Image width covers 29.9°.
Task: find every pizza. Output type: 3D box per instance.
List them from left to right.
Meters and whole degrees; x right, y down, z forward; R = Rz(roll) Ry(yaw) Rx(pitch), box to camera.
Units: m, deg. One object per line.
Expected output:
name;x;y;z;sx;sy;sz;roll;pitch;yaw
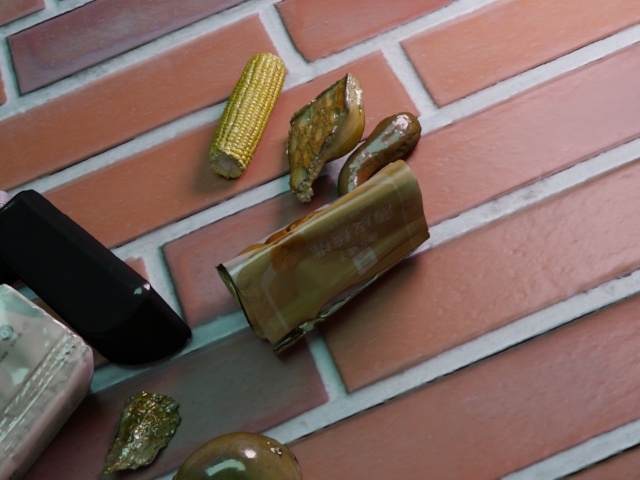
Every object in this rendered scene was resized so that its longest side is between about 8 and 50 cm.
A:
pizza;0.014;-0.158;1.990;0.188;0.080;0.204;-38;35;40

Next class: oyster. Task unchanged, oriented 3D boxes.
oyster;-0.276;0.287;1.813;0.146;0.045;0.121;-33;40;-10

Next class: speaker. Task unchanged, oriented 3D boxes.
speaker;-0.409;0.081;1.913;0.388;0.180;0.184;34;76;33

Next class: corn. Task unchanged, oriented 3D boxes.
corn;-0.128;-0.225;2.106;0.081;0.081;0.248;8;58;20

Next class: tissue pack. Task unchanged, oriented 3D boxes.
tissue pack;-0.500;0.272;1.719;0.194;0.266;0.356;35;67;2

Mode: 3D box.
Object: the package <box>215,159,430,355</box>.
package;0.016;0.029;1.825;0.311;0.221;0.165;-31;92;-10

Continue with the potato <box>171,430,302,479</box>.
potato;-0.133;0.338;1.688;0.202;0.117;0.182;-7;57;9

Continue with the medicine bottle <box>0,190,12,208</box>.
medicine bottle;-0.570;-0.027;2.098;0.074;0.055;0.118;-10;53;10

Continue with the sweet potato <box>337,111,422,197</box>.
sweet potato;0.086;-0.128;1.995;0.081;0.062;0.233;26;68;28
